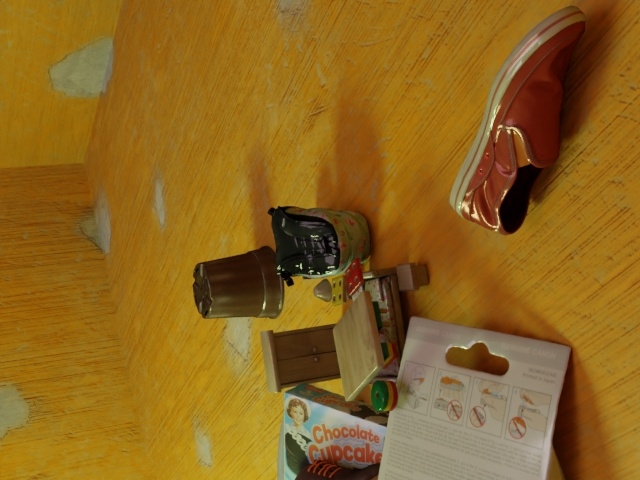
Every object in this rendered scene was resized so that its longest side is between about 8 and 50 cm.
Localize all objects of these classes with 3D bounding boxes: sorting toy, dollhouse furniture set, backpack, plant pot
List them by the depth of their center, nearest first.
[{"bbox_3d":[0.072,0.162,1.555,0.132,0.046,0.274,123,144,-49],"label":"sorting toy"},{"bbox_3d":[0.044,0.210,1.674,0.355,0.173,0.303,162,100,-65],"label":"dollhouse furniture set"},{"bbox_3d":[0.000,0.000,1.758,0.182,0.115,0.152,1,106,49],"label":"backpack"},{"bbox_3d":[-0.188,0.101,2.161,0.167,0.165,0.167,175,90,-65],"label":"plant pot"}]

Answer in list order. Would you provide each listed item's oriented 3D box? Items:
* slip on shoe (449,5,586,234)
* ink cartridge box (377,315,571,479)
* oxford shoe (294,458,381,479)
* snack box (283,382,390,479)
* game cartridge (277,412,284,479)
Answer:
[{"bbox_3d":[0.261,-0.141,1.216,0.101,0.123,0.331,40,136,25],"label":"slip on shoe"},{"bbox_3d":[0.222,0.320,1.383,0.308,0.091,0.385,6,84,51],"label":"ink cartridge box"},{"bbox_3d":[0.011,0.402,1.585,0.271,0.097,0.098,-37,74,41],"label":"oxford shoe"},{"bbox_3d":[0.077,0.369,1.622,0.322,0.060,0.187,12,108,37],"label":"snack box"},{"bbox_3d":[-0.033,0.492,2.052,0.196,0.060,0.294,38,130,53],"label":"game cartridge"}]
